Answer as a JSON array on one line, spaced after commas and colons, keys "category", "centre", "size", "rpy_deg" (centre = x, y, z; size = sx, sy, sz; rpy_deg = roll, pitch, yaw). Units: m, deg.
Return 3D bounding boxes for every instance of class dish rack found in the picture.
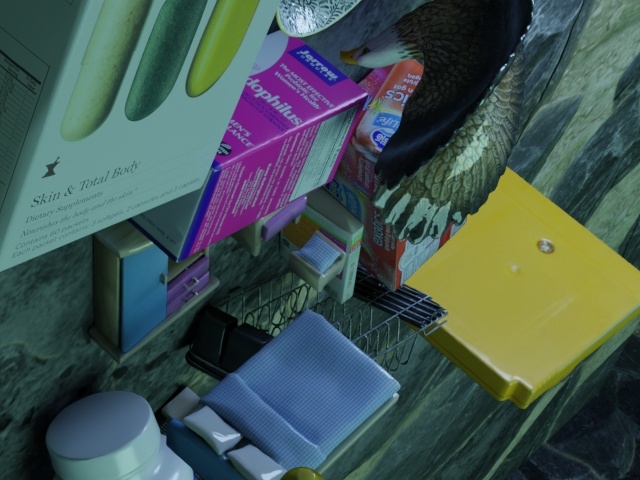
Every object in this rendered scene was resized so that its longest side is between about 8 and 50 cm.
[{"category": "dish rack", "centre": [0.007, 0.101, 1.940], "size": [0.271, 0.208, 0.074], "rpy_deg": [-27, 136, -51]}]

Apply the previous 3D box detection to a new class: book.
[{"category": "book", "centre": [0.000, 0.000, 1.878], "size": [0.035, 0.096, 0.144], "rpy_deg": [-41, 160, -26]}]

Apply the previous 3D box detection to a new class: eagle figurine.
[{"category": "eagle figurine", "centre": [0.123, -0.165, 1.605], "size": [0.226, 0.298, 0.225], "rpy_deg": [9, 157, -38]}]

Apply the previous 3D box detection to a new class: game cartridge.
[{"category": "game cartridge", "centre": [0.240, 0.054, 2.229], "size": [0.324, 0.285, 0.052], "rpy_deg": [-32, 154, -40]}]

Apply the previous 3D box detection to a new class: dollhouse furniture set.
[{"category": "dollhouse furniture set", "centre": [-0.031, 0.068, 1.619], "size": [0.286, 0.303, 0.198], "rpy_deg": [-39, 160, -27]}]

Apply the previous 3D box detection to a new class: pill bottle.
[{"category": "pill bottle", "centre": [-0.195, 0.295, 1.802], "size": [0.152, 0.152, 0.272], "rpy_deg": [-37, 127, -33]}]

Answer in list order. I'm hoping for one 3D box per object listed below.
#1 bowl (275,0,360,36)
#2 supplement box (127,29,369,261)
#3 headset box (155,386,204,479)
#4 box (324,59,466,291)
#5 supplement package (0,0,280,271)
[{"category": "bowl", "centre": [-0.003, -0.257, 1.406], "size": [0.170, 0.080, 0.170], "rpy_deg": [-42, 159, -20]}, {"category": "supplement box", "centre": [-0.076, -0.088, 1.517], "size": [0.220, 0.111, 0.114], "rpy_deg": [-29, 152, -47]}, {"category": "headset box", "centre": [-0.204, 0.338, 2.043], "size": [0.293, 0.110, 0.218], "rpy_deg": [-46, 160, -10]}, {"category": "box", "centre": [0.083, -0.073, 1.883], "size": [0.128, 0.122, 0.257], "rpy_deg": [-43, 160, -19]}, {"category": "supplement package", "centre": [-0.160, -0.160, 1.057], "size": [0.199, 0.198, 0.262], "rpy_deg": [-26, 150, -48]}]
